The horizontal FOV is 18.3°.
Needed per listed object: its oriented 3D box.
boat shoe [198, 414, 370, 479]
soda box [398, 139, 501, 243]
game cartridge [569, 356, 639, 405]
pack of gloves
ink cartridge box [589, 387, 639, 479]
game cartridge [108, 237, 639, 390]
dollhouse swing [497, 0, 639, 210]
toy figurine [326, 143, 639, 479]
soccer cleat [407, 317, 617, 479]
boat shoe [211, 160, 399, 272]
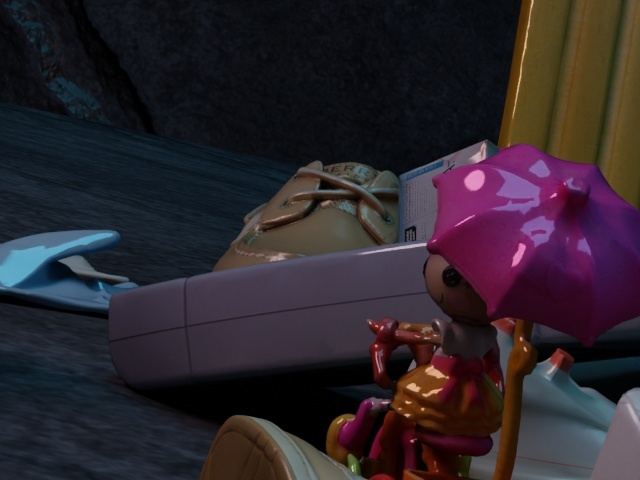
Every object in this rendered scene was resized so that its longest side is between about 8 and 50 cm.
[{"bbox_3d":[0.013,0.100,0.551,0.059,0.063,0.170,14,14,-27],"label":"boat shoe"},{"bbox_3d":[0.121,0.014,1.076,0.063,0.058,0.183,-22,-37,35],"label":"soda box"},{"bbox_3d":[0.268,0.059,0.915,0.068,0.230,0.355,57,-15,-25],"label":"game cartridge"},{"bbox_3d":[-0.205,-0.004,1.175,0.232,0.046,0.195,11,7,-32],"label":"pack of gloves"},{"bbox_3d":[0.243,0.132,0.471,0.296,0.066,0.261,-1,36,-22],"label":"ink cartridge box"},{"bbox_3d":[0.060,0.034,0.918,0.297,0.062,0.198,-9,-4,33],"label":"game cartridge"},{"bbox_3d":[0.283,-0.030,1.302,0.347,0.305,0.315,13,5,-10],"label":"dollhouse swing"},{"bbox_3d":[0.057,0.045,0.685,0.130,0.159,0.173,12,5,-21],"label":"toy figurine"},{"bbox_3d":[0.115,0.104,0.767,0.196,0.076,0.068,35,5,11],"label":"soccer cleat"},{"bbox_3d":[0.000,0.000,1.296,0.122,0.110,0.341,14,5,4],"label":"boat shoe"}]
